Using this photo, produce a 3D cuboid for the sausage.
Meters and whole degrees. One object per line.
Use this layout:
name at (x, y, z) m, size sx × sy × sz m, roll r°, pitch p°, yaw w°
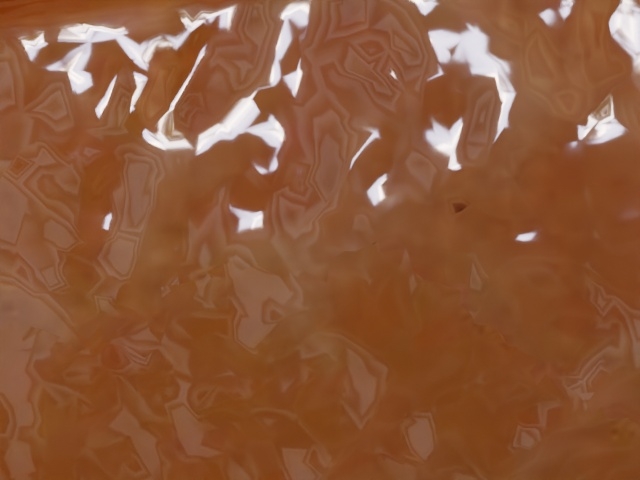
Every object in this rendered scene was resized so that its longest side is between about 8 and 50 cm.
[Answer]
sausage at (0.000, 0.000, 0.378) m, size 0.268 × 0.153 × 0.141 m, roll -8°, pitch -173°, yaw 5°
